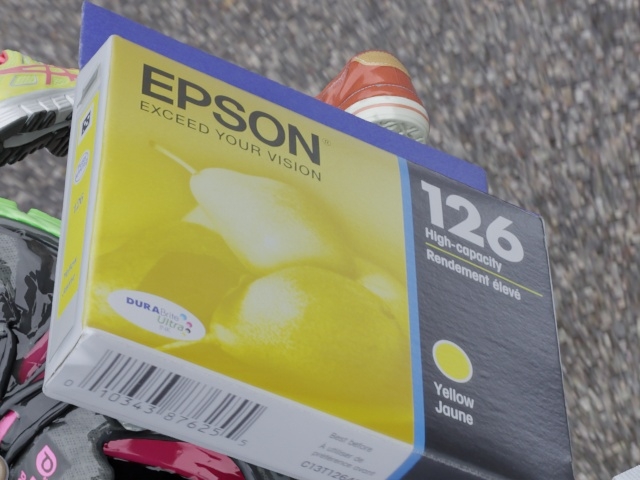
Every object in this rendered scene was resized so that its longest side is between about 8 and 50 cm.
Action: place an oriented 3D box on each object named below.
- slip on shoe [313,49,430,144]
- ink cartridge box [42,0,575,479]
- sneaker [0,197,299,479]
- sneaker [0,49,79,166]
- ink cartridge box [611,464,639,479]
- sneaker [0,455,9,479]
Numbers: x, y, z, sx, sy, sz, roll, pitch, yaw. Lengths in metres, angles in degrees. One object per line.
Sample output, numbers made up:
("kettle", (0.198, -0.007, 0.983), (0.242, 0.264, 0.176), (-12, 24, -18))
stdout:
("slip on shoe", (-0.002, -0.065, 1.697), (0.123, 0.331, 0.101), (11, 55, -25))
("ink cartridge box", (0.000, 0.000, 1.009), (0.303, 0.072, 0.307), (21, 45, -23))
("sneaker", (-0.206, 0.113, 1.349), (0.482, 0.185, 0.202), (20, 39, 1))
("sneaker", (-0.240, -0.123, 1.462), (0.094, 0.208, 0.081), (44, 108, 10))
("ink cartridge box", (0.347, 0.255, 1.551), (0.224, 0.223, 0.045), (-18, 41, -21))
("sneaker", (-0.221, 0.176, 1.052), (0.042, 0.067, 0.118), (41, 87, 23))
